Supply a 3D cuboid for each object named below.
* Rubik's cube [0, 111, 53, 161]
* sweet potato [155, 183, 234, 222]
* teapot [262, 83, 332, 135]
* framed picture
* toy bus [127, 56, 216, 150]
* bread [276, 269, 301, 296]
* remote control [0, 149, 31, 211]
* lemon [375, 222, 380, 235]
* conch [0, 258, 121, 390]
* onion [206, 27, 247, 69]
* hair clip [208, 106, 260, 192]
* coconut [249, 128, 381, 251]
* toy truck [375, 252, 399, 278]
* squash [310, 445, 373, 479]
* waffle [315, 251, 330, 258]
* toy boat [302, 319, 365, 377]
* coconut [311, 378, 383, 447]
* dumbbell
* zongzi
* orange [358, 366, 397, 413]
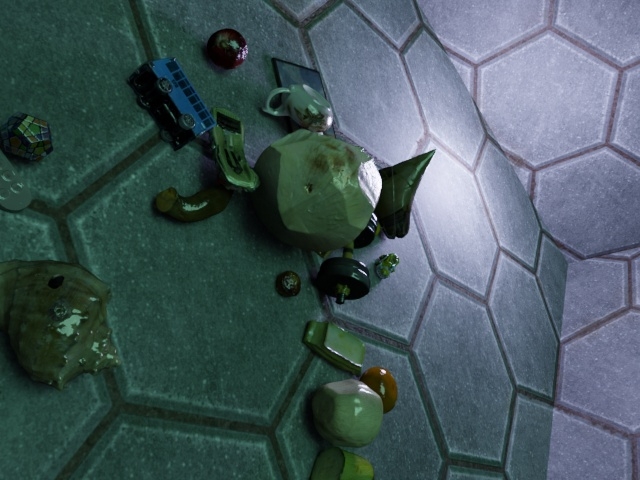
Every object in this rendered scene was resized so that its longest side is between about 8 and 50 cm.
[{"bbox_3d":[-0.644,-0.227,1.149,0.093,0.111,0.111,66,30,-50],"label":"Rubik's cube"},{"bbox_3d":[-0.329,-0.117,1.461,0.286,0.085,0.112,-29,92,-50],"label":"sweet potato"},{"bbox_3d":[-0.062,-0.463,1.847,0.298,0.139,0.204,22,32,-38],"label":"teapot"},{"bbox_3d":[-0.054,-0.513,1.987,0.265,0.016,0.347,-3,76,-48],"label":"framed picture"},{"bbox_3d":[-0.412,-0.388,1.462,0.234,0.116,0.133,59,41,-16],"label":"toy bus"},{"bbox_3d":[-0.096,0.137,1.639,0.085,0.053,0.085,21,59,-41],"label":"bread"},{"bbox_3d":[-0.710,-0.169,1.108,0.245,0.022,0.077,59,39,-13],"label":"remote control"},{"bbox_3d":[0.202,-0.045,2.041,0.062,0.062,0.083,42,61,-29],"label":"lemon"},{"bbox_3d":[-0.532,0.142,1.072,0.324,0.186,0.263,52,25,-21],"label":"conch"},{"bbox_3d":[-0.300,-0.614,1.677,0.131,0.131,0.131,22,59,-41],"label":"onion"},{"bbox_3d":[-0.276,-0.258,1.557,0.138,0.091,0.321,13,44,-35],"label":"hair clip"},{"bbox_3d":[-0.015,-0.153,1.607,0.415,0.415,0.344,-44,140,-47],"label":"coconut"},{"bbox_3d":[0.267,0.099,2.040,0.076,0.077,0.111,55,42,-16],"label":"toy truck"},{"bbox_3d":[0.094,0.688,1.581,0.287,0.137,0.137,23,58,-47],"label":"squash"},{"bbox_3d":[0.000,0.000,1.744,0.092,0.135,0.021,-50,132,-4],"label":"waffle"},{"bbox_3d":[0.067,0.353,1.709,0.276,0.084,0.111,40,46,-29],"label":"toy boat"},{"bbox_3d":[0.087,0.519,1.575,0.224,0.224,0.224,22,59,-41],"label":"coconut"},{"bbox_3d":[0.094,0.042,1.790,0.185,0.185,0.388,36,50,-33],"label":"dumbbell"},{"bbox_3d":[0.364,-0.181,2.093,0.154,0.317,0.289,-40,108,-75],"label":"zongzi"},{"bbox_3d":[0.188,0.504,1.752,0.156,0.124,0.156,42,39,-48],"label":"orange"}]
